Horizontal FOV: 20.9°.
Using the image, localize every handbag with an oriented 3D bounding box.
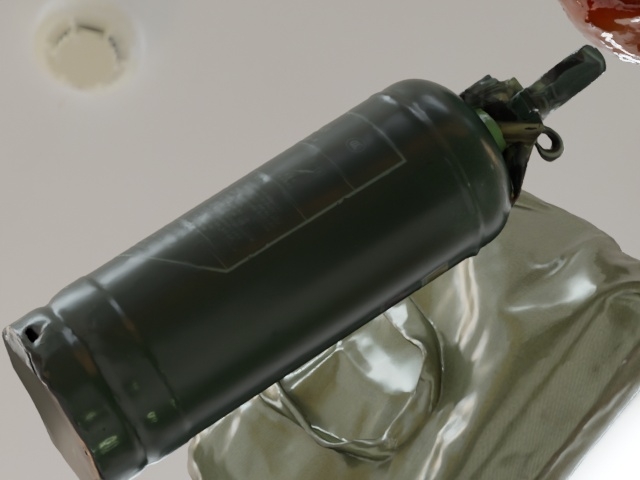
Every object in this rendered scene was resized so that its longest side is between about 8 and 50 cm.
[{"bbox_3d":[0.056,0.105,1.036,0.109,0.253,0.316,35,-85,-37],"label":"handbag"}]

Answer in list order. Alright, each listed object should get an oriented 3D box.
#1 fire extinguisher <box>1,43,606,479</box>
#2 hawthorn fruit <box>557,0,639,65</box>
[{"bbox_3d":[0.000,0.000,0.841,0.311,0.114,0.095,-33,-96,-17],"label":"fire extinguisher"},{"bbox_3d":[0.240,-0.254,0.998,0.276,0.307,0.276,-5,-26,-3],"label":"hawthorn fruit"}]
